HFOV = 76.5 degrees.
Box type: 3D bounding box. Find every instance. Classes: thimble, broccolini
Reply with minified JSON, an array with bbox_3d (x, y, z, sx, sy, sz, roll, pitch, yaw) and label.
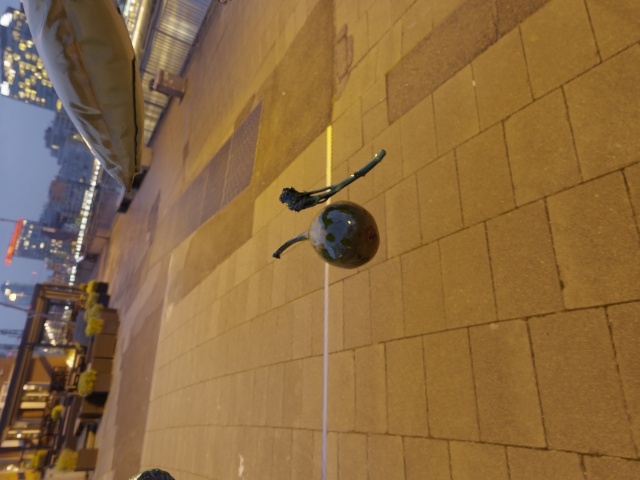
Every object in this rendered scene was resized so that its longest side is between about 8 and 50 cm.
[{"bbox_3d":[-0.373,0.572,0.875,0.090,0.118,0.135,-40,61,39],"label":"thimble"},{"bbox_3d":[0.023,-0.098,0.684,0.194,0.052,0.054,-27,62,6],"label":"broccolini"}]

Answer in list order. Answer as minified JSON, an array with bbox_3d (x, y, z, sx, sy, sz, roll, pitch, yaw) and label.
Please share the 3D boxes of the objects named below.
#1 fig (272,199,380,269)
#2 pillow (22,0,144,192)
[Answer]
[{"bbox_3d":[0.000,0.000,0.758,0.236,0.124,0.124,-12,67,41],"label":"fig"},{"bbox_3d":[-0.334,-0.278,0.586,0.310,0.119,0.313,53,153,41],"label":"pillow"}]
